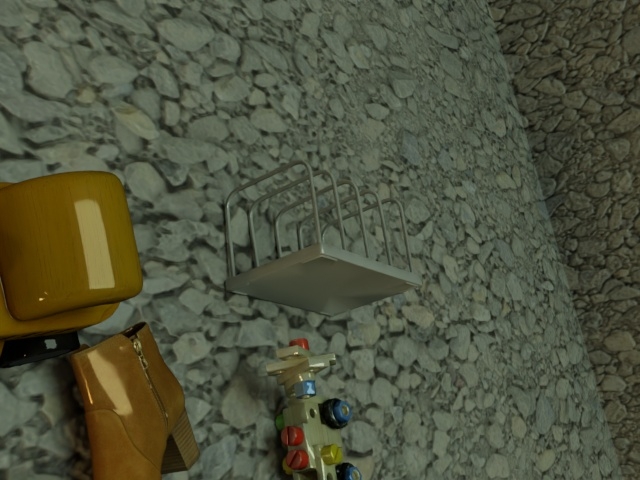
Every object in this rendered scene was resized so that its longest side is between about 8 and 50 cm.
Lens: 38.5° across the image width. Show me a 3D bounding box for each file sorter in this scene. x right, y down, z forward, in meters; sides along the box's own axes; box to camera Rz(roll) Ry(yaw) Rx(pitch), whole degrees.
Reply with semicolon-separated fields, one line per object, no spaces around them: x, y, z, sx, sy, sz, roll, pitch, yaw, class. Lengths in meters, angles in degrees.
0.000;0.000;1.496;0.278;0.193;0.173;18;57;-50;file sorter

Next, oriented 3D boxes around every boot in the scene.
-0.254;0.232;1.087;0.211;0.104;0.295;67;23;-12;boot

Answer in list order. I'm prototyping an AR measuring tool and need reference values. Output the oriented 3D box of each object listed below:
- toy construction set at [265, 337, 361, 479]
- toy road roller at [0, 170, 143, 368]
-0.029;0.312;1.346;0.215;0.151;0.327;18;70;-50;toy construction set
-0.340;0.021;0.948;0.329;0.240;0.202;-2;75;-55;toy road roller
